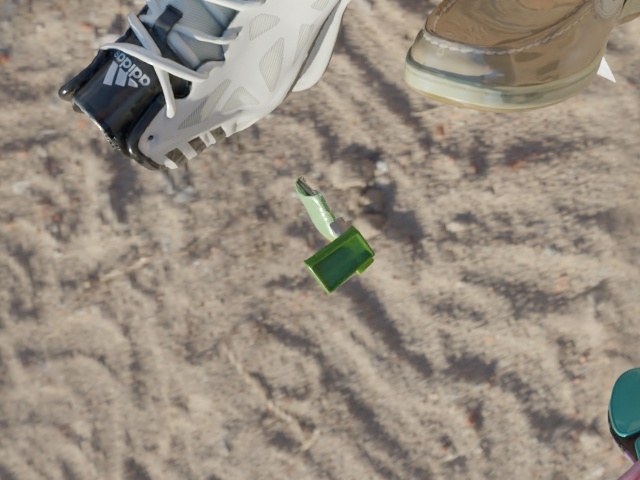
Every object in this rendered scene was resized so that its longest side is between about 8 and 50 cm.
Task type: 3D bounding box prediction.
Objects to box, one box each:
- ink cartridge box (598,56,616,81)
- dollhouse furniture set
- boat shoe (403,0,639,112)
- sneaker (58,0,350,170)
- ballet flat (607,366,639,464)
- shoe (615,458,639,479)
[{"bbox_3d":[0.225,-0.289,1.316,0.066,0.232,0.189,-45,36,-2],"label":"ink cartridge box"},{"bbox_3d":[0.000,0.000,1.231,0.059,0.152,0.076,-38,116,-4],"label":"dollhouse furniture set"},{"bbox_3d":[0.148,-0.170,0.794,0.109,0.302,0.098,23,129,27],"label":"boat shoe"},{"bbox_3d":[-0.082,-0.193,1.057,0.169,0.257,0.447,40,153,10],"label":"sneaker"},{"bbox_3d":[0.337,0.206,1.255,0.077,0.221,0.079,-28,107,10],"label":"ballet flat"},{"bbox_3d":[0.257,0.143,0.769,0.178,0.081,0.063,-33,119,8],"label":"shoe"}]
